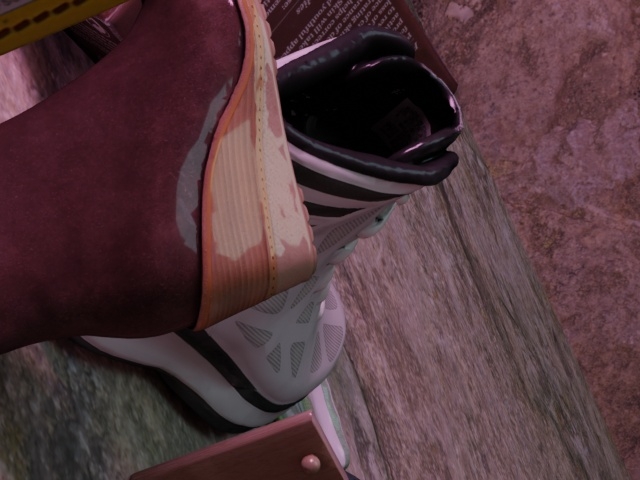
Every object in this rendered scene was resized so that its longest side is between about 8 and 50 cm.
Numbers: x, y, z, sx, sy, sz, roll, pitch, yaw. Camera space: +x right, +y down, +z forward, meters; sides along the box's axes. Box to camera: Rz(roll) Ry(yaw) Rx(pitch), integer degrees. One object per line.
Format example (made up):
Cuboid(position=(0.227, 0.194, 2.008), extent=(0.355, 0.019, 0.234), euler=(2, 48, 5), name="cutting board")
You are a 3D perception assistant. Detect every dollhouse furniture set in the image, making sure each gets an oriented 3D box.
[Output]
Cuboid(position=(-0.035, 0.214, 1.054), extent=(0.151, 0.123, 0.144), euler=(-83, 149, -64), name="dollhouse furniture set")

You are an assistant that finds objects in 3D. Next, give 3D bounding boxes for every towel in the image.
Cuboid(position=(-0.015, 0.135, 1.476), extent=(0.152, 0.023, 0.113), euler=(21, 48, -72), name="towel")

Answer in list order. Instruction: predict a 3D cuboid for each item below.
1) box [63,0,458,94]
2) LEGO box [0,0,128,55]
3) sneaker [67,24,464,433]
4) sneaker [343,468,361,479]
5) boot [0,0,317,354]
Cuboid(position=(-0.055, -0.160, 1.338), extent=(0.143, 0.191, 0.381), euler=(34, -9, 34), name="box")
Cuboid(position=(-0.153, -0.218, 0.432), extent=(0.193, 0.500, 0.372), euler=(53, 20, -50), name="LEGO box")
Cuboid(position=(0.000, 0.001, 1.223), extent=(0.169, 0.257, 0.447), euler=(70, 13, 17), name="sneaker")
Cuboid(position=(0.011, 0.224, 1.244), extent=(0.121, 0.111, 0.300), euler=(57, -5, 0), name="sneaker")
Cuboid(position=(-0.126, -0.064, 0.960), extent=(0.090, 0.206, 0.248), euler=(123, -47, -65), name="boot")
